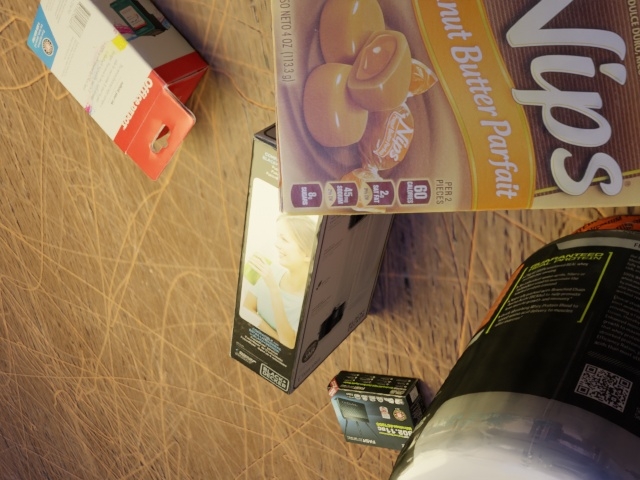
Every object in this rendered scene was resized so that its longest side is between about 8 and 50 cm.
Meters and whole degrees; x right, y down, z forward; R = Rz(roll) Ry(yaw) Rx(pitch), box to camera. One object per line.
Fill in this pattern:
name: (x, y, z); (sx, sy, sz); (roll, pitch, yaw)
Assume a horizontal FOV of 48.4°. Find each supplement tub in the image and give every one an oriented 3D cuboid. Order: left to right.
supplement tub: (0.208, 0.126, 0.545); (0.207, 0.338, 0.207); (19, 128, 26)

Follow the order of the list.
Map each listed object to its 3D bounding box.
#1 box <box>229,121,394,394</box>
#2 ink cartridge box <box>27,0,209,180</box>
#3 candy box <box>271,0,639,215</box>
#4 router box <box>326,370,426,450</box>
box: (0.000, 0.000, 0.739); (0.087, 0.169, 0.290); (29, 133, 21)
ink cartridge box: (-0.225, -0.200, 0.833); (0.231, 0.078, 0.134); (48, 135, 0)
candy box: (0.127, -0.117, 0.508); (0.316, 0.087, 0.183); (-1, 103, 8)
router box: (0.076, 0.219, 0.912); (0.122, 0.038, 0.092); (-2, 117, 37)
